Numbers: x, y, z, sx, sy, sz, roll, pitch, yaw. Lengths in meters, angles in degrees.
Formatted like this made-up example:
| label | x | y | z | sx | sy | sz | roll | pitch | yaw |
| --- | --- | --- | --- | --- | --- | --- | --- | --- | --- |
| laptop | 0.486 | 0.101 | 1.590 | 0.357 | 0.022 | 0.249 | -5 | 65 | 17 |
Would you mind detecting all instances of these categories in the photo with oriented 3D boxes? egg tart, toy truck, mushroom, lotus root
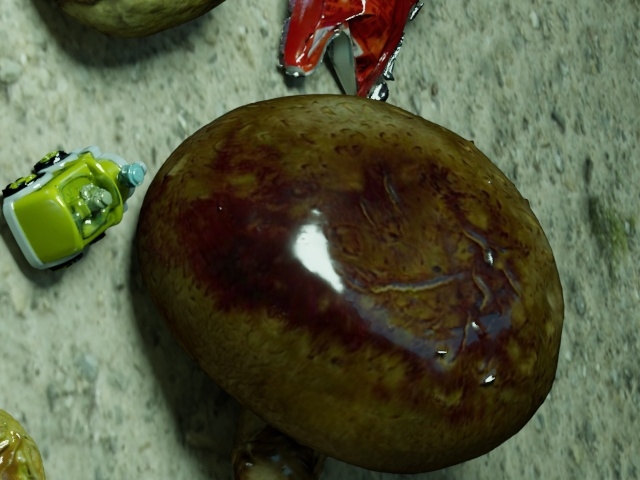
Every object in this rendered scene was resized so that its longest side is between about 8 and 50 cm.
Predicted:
| label | x | y | z | sx | sy | sz | roll | pitch | yaw |
| --- | --- | --- | --- | --- | --- | --- | --- | --- | --- |
| egg tart | -0.237 | 0.165 | 1.330 | 0.130 | 0.052 | 0.130 | 22 | 60 | -45 |
| toy truck | -0.174 | -0.031 | 1.469 | 0.111 | 0.077 | 0.076 | -45 | 112 | -50 |
| mushroom | 0.035 | 0.027 | 1.566 | 0.345 | 0.239 | 0.345 | 14 | 69 | -40 |
| lotus root | -0.122 | -0.246 | 1.583 | 0.145 | 0.128 | 0.260 | 57 | 37 | -4 |

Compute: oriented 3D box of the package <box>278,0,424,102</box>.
| label | x | y | z | sx | sy | sz | roll | pitch | yaw |
| --- | --- | --- | --- | --- | --- | --- | --- | --- | --- |
| package | 0.047 | -0.252 | 1.807 | 0.194 | 0.071 | 0.269 | 32 | 78 | -54 |
